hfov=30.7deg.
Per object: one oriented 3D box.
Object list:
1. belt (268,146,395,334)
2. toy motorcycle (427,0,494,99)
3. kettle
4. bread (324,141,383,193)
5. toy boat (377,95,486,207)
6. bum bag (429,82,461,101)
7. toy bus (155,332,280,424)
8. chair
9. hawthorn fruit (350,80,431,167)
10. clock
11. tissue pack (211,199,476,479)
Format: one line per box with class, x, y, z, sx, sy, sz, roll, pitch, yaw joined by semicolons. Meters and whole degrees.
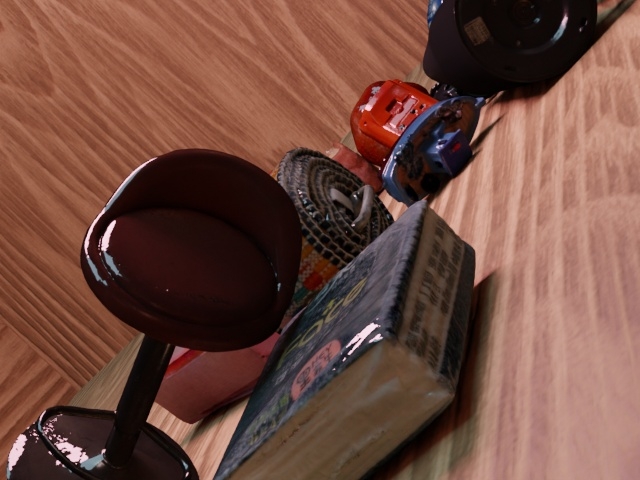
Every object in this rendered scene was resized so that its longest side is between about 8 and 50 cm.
belt;0.000;0.000;1.451;0.160;0.207;0.295;-45;8;21
toy motorcycle;0.306;-0.400;1.989;0.331;0.196;0.125;-48;7;-11
kettle;0.290;-0.351;1.773;0.262;0.203;0.308;-59;5;-1
bread;0.007;-0.074;2.184;0.244;0.123;0.190;-47;9;-5
toy boat;0.175;-0.141;1.714;0.097;0.100;0.223;5;45;49
bum bag;0.249;-0.281;2.198;0.123;0.060;0.248;-48;7;-15
toy bus;-0.134;0.155;1.687;0.303;0.127;0.147;-36;17;47
chair;-0.172;0.118;1.208;0.401;0.227;0.226;-66;-4;30
hawthorn fruit;0.131;-0.201;2.108;0.157;0.157;0.194;-47;-13;-15
clock;0.152;-0.201;1.953;0.113;0.155;0.061;-51;-31;-10
tissue pack;0.031;0.112;1.052;0.228;0.103;0.315;-43;8;22
